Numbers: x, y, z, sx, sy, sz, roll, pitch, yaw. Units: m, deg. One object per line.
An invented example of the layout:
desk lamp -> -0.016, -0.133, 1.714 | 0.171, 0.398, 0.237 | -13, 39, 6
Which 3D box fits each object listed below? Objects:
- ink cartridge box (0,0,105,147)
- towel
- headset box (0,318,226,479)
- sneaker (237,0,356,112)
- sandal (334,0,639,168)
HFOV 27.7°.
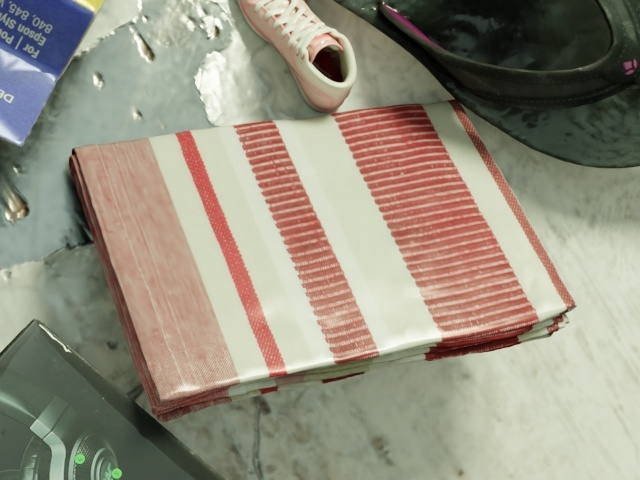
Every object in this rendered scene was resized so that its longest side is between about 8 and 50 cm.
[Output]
ink cartridge box -> -0.270, -0.238, 0.846 | 0.303, 0.072, 0.307 | 29, 36, -14
towel -> 0.000, 0.000, 0.967 | 0.329, 0.037, 0.237 | -9, 54, -21
headset box -> -0.190, 0.225, 0.892 | 0.283, 0.131, 0.246 | 41, 75, -8
sneaker -> -0.015, -0.167, 1.023 | 0.051, 0.070, 0.134 | -33, 92, -15
sandal -> 0.130, -0.184, 1.019 | 0.445, 0.107, 0.167 | 27, 102, -5
